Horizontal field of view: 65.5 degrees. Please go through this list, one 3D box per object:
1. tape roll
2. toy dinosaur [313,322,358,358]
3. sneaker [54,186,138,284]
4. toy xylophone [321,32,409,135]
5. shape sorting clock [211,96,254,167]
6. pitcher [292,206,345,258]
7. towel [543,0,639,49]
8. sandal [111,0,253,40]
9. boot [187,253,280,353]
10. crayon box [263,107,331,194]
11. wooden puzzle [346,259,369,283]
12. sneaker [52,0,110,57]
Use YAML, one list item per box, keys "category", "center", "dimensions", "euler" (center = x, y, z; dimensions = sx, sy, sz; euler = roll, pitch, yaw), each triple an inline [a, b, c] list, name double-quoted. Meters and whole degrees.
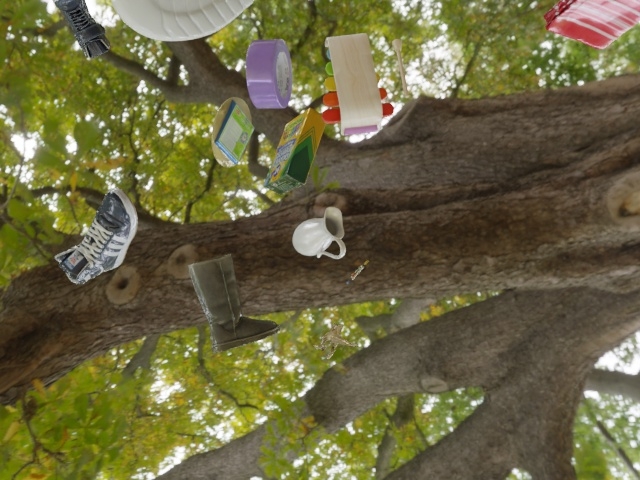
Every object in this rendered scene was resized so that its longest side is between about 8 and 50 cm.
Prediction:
- category: "tape roll"
  center: [-0.144, -0.475, 1.423]
  dimensions: [0.189, 0.080, 0.188]
  euler: [2, -90, -77]
- category: "toy dinosaur"
  center: [0.032, 0.257, 1.293]
  dimensions: [0.053, 0.183, 0.092]
  euler: [42, -93, -13]
- category: "sneaker"
  center: [-0.548, 0.001, 1.210]
  dimensions: [0.099, 0.282, 0.153]
  euler: [42, -139, 10]
- category: "toy xylophone"
  center: [0.121, -0.455, 1.403]
  dimensions: [0.237, 0.081, 0.322]
  euler: [0, -105, -1]
- category: "shape sorting clock"
  center: [-0.262, -0.318, 1.469]
  dimensions: [0.041, 0.206, 0.206]
  euler: [19, -143, 20]
- category: "pitcher"
  center: [0.000, 0.000, 1.742]
  dimensions: [0.126, 0.207, 0.177]
  euler: [-3, -108, -41]
- category: "towel"
  center: [0.580, -0.466, 0.912]
  dimensions: [0.199, 0.275, 0.031]
  euler: [4, -113, -29]
- category: "sandal"
  center: [-0.176, -0.481, 0.862]
  dimensions: [0.416, 0.102, 0.169]
  euler: [-39, -42, -19]
- category: "boot"
  center: [-0.193, 0.134, 1.131]
  dimensions: [0.190, 0.076, 0.208]
  euler: [-9, -100, -42]
- category: "crayon box"
  center: [-0.085, -0.341, 1.806]
  dimensions: [0.083, 0.203, 0.322]
  euler: [26, -108, -24]
- category: "wooden puzzle"
  center: [0.141, 0.120, 1.921]
  dimensions: [0.014, 0.078, 0.116]
  euler: [41, -96, 0]
- category: "sneaker"
  center: [-0.650, -0.594, 1.366]
  dimensions: [0.086, 0.226, 0.163]
  euler: [-26, -70, -9]
